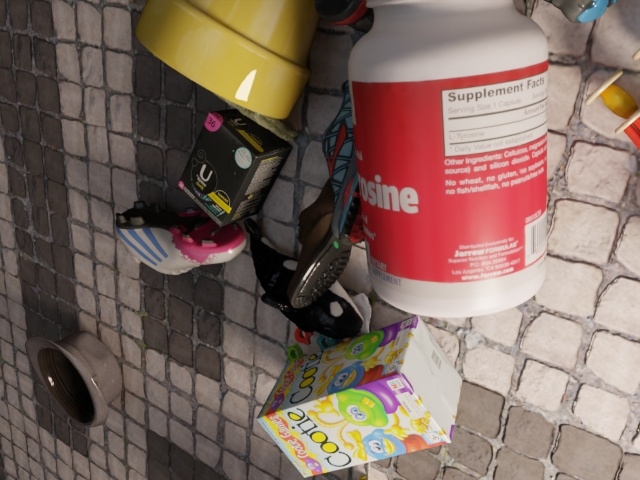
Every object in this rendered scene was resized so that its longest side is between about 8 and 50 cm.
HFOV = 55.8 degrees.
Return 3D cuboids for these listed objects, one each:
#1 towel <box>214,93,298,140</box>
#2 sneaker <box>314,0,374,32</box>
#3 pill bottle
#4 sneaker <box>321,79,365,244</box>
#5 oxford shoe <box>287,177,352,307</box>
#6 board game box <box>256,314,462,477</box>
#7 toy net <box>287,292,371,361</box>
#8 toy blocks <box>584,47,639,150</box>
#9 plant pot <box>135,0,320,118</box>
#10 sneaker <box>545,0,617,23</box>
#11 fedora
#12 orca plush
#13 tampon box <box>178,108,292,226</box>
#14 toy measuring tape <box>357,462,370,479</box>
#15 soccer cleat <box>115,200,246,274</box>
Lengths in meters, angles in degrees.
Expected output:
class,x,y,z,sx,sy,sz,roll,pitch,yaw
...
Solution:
class,x,y,z,sx,sy,sz,roll,pitch,yaw
towel,-0.102,-0.204,0.965,0.110,0.148,0.027,37,98,19
sneaker,0.087,-0.399,0.790,0.098,0.135,0.275,21,95,42
pill bottle,0.154,-0.133,0.732,0.229,0.229,0.407,6,114,34
sneaker,0.057,-0.123,0.892,0.125,0.104,0.261,14,90,44
oxford shoe,0.000,0.000,0.968,0.096,0.083,0.227,25,85,35
board game box,0.062,0.253,0.962,0.275,0.142,0.144,-27,107,31
toy net,0.025,0.165,1.067,0.122,0.045,0.232,47,125,26
toy blocks,0.399,-0.150,0.681,0.148,0.054,0.123,49,125,10
plant pot,-0.098,-0.340,0.863,0.254,0.254,0.239,39,108,18
sneaker,0.317,-0.404,0.606,0.140,0.125,0.340,44,124,21
fedora,-0.591,0.324,1.503,0.244,0.124,0.275,-19,103,40
orca plush,-0.059,0.070,1.024,0.287,0.102,0.151,52,126,22
tampon box,-0.149,-0.128,1.045,0.120,0.101,0.161,43,126,16
toy measuring tape,0.046,0.475,1.107,0.122,0.121,0.329,0,106,35
soccer cleat,-0.265,0.010,1.186,0.331,0.116,0.143,12,129,34
